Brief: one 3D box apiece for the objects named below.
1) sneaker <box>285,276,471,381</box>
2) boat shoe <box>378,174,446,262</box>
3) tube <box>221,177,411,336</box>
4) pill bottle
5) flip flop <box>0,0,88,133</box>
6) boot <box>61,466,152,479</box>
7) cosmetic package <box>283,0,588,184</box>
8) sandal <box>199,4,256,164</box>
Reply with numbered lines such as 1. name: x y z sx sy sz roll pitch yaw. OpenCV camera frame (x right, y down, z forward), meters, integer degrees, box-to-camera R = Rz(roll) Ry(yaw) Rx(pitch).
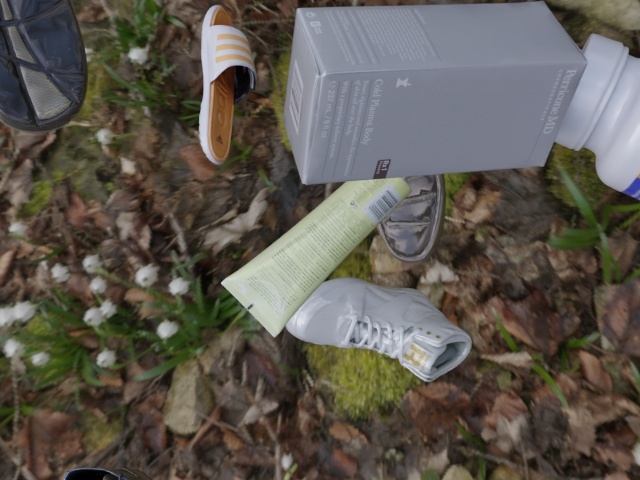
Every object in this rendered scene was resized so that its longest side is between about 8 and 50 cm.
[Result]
1. sneaker: 0.104 0.141 1.316 0.293 0.169 0.108 1 116 -36
2. boat shoe: 0.138 -0.121 1.264 0.111 0.104 0.307 -5 89 24
3. tube: 0.000 0.000 1.008 0.240 0.062 0.070 -44 59 0
4. pill bottle: 0.367 -0.098 0.835 0.272 0.152 0.152 24 99 7
5. flip flop: -0.247 -0.221 0.707 0.112 0.080 0.276 -9 87 -16
6. boot: -0.222 0.330 1.041 0.219 0.106 0.082 7 77 41
7. cosmetic package: 0.094 -0.131 0.751 0.238 0.107 0.127 -5 138 -12
8. sandal: -0.139 -0.250 1.371 0.076 0.102 0.265 -5 76 20
